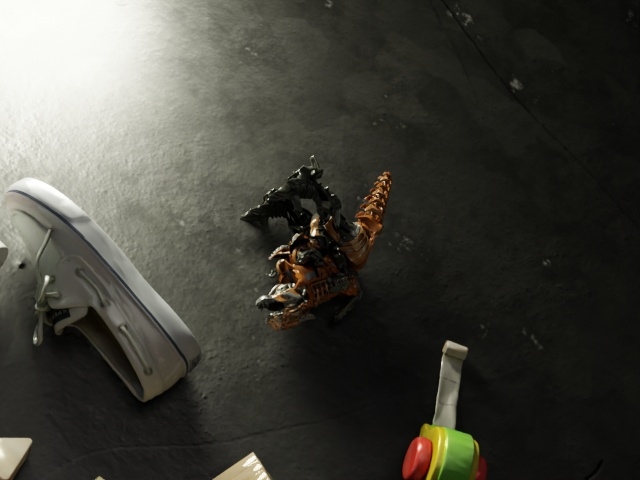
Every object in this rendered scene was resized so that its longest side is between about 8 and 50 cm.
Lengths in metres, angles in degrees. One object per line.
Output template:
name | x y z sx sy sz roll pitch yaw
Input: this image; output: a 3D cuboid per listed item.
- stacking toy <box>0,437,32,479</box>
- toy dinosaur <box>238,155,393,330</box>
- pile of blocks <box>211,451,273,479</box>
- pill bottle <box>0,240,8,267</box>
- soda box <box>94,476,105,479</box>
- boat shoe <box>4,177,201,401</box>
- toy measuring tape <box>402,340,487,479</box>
stacking toy | -0.494 0.366 1.431 0.309 0.130 0.279 11 31 -17
toy dinosaur | 0.000 0.000 1.798 0.218 0.164 0.322 48 37 -5
pile of blocks | -0.161 0.449 1.487 0.362 0.149 0.112 -48 127 -25
pill bottle | -0.544 -0.026 1.606 0.216 0.121 0.121 40 56 6
soda box | -0.240 0.370 1.460 0.181 0.058 0.061 21 45 38
boat shoe | -0.344 0.083 1.619 0.367 0.136 0.156 48 60 0
toy measuring tape | 0.192 0.276 1.691 0.121 0.121 0.330 20 56 -7
